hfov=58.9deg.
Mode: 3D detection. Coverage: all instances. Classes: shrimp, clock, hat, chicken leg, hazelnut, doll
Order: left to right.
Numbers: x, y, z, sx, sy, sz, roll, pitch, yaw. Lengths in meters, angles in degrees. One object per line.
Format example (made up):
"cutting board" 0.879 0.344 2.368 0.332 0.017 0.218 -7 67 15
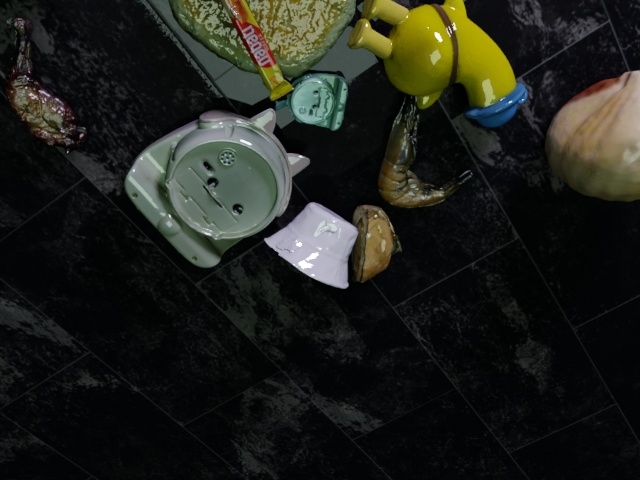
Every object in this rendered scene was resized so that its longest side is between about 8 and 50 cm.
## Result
"chicken leg" -0.519 -0.274 1.035 0.106 0.051 0.253 -17 120 -1
"clock" -0.190 -0.117 1.113 0.324 0.108 0.265 -31 117 14
"clock" -0.019 -0.266 1.075 0.135 0.041 0.101 5 120 -7
"hat" 0.000 0.000 1.176 0.203 0.203 0.126 30 95 -19
"shrimp" 0.223 -0.179 1.144 0.198 0.051 0.262 -1 124 -11
"doll" 0.231 -0.322 1.004 0.363 0.145 0.199 18 106 -23
"hazelnut" 0.555 -0.189 1.044 0.261 0.261 0.241 7 119 -8

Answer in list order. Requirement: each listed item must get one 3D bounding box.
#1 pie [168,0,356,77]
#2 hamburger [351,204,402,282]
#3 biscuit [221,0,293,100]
"pie" -0.092 -0.435 0.958 0.323 0.070 0.323 -1 119 -3
"hamburger" 0.118 0.004 1.227 0.102 0.087 0.176 -7 111 -24
"biscuit" -0.130 -0.368 0.938 0.048 0.026 0.292 -34 116 -9
